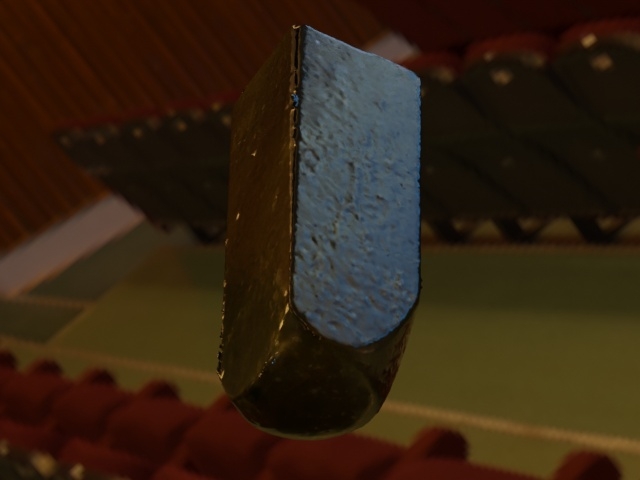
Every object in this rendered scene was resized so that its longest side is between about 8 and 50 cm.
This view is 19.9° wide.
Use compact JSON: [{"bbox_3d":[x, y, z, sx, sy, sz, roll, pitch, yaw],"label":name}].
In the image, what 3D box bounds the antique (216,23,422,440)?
[{"bbox_3d":[0.000,0.000,0.941,0.081,0.080,0.221,-49,30,43],"label":"antique"}]
